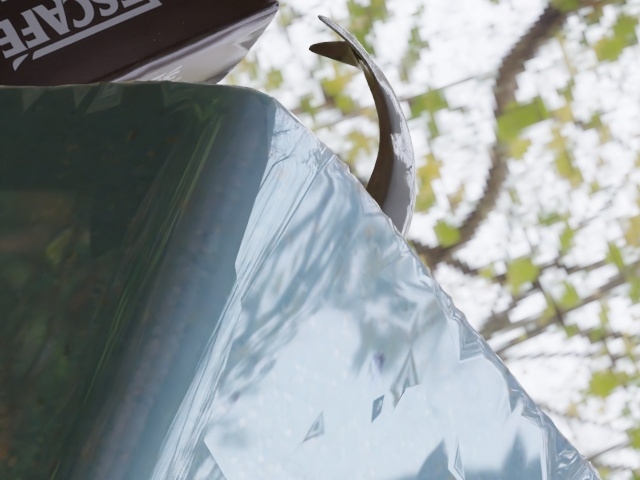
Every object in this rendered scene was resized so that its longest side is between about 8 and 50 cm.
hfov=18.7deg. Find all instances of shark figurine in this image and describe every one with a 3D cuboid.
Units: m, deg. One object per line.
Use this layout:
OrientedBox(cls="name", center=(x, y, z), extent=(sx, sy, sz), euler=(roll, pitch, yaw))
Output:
OrientedBox(cls="shark figurine", center=(0.023, -0.015, 1.433), extent=(0.166, 0.116, 0.278), euler=(22, -74, 9))

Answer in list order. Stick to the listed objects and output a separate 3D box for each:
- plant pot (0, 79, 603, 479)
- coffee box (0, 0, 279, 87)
OrientedBox(cls="plant pot", center=(-0.092, 0.134, 0.498), extent=(0.247, 0.252, 0.248), euler=(2, -32, 35))
OrientedBox(cls="coffee box", center=(-0.174, -0.170, 0.835), extent=(0.297, 0.168, 0.119), euler=(58, -30, 7))
